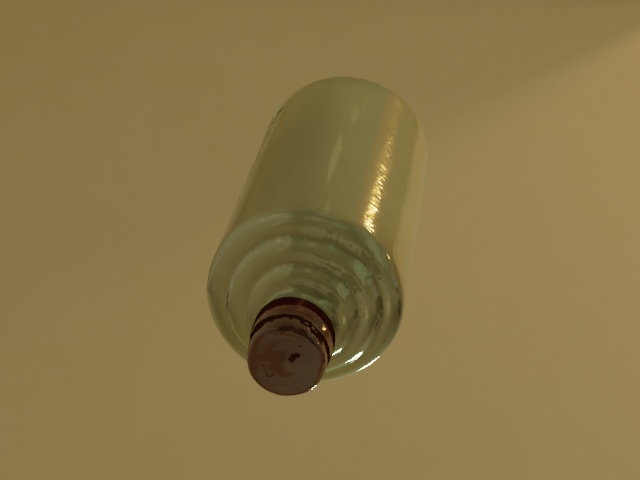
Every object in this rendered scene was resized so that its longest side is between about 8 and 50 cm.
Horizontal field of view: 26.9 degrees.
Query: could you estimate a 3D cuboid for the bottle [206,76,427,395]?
[{"bbox_3d":[0.000,0.000,0.730,0.104,0.104,0.245,12,-150,3],"label":"bottle"}]
